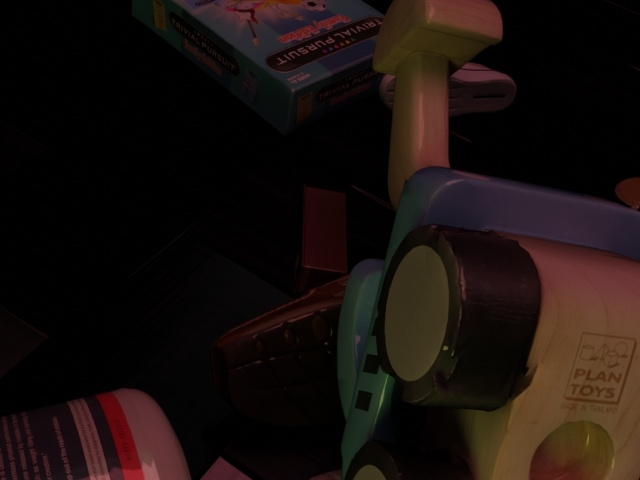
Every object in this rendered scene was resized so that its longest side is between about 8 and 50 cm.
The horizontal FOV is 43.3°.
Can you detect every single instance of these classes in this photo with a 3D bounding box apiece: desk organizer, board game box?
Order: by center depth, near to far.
[{"bbox_3d":[0.000,0.000,0.905,0.050,0.047,0.130,9,45,-9],"label":"desk organizer"},{"bbox_3d":[-0.069,-0.313,1.173,0.336,0.079,0.254,40,50,24],"label":"board game box"}]

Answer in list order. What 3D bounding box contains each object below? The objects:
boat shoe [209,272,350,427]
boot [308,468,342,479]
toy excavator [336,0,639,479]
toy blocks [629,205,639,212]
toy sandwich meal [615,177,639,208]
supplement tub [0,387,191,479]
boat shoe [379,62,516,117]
[{"bbox_3d":[0.045,0.089,0.795,0.324,0.122,0.120,-10,19,-26],"label":"boat shoe"},{"bbox_3d":[-0.015,0.264,0.623,0.258,0.095,0.123,-16,45,-38],"label":"boot"},{"bbox_3d":[0.109,0.010,0.652,0.222,0.432,0.445,8,12,-19],"label":"toy excavator"},{"bbox_3d":[0.301,0.073,0.756,0.191,0.261,0.381,28,46,13],"label":"toy blocks"},{"bbox_3d":[0.434,-0.052,1.080,0.086,0.029,0.085,2,37,-1],"label":"toy sandwich meal"},{"bbox_3d":[-0.225,0.217,0.532,0.272,0.191,0.191,-10,49,-23],"label":"supplement tub"},{"bbox_3d":[0.170,-0.217,1.151,0.226,0.083,0.076,0,33,-30],"label":"boat shoe"}]
